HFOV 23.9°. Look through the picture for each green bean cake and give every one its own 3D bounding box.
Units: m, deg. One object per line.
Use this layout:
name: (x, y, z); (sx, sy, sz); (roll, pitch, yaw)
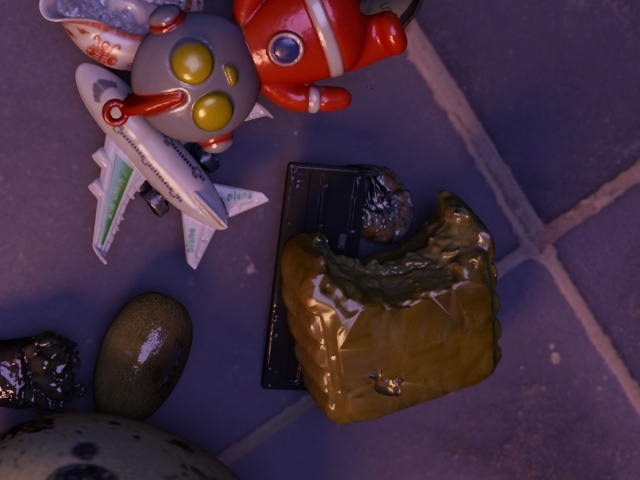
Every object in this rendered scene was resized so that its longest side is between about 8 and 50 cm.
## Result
green bean cake: (0.086, 0.078, 1.718); (0.236, 0.124, 0.233); (-17, 116, -14)

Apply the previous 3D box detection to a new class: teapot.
teapot: (-0.198, -0.269, 1.675); (0.245, 0.116, 0.159); (-26, 76, -21)

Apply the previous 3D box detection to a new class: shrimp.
shrimp: (0.037, -0.051, 1.788); (0.161, 0.034, 0.091); (15, 79, -19)

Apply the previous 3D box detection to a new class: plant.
plant: (-0.334, 0.150, 1.696); (0.143, 0.092, 0.094); (-3, 88, -3)

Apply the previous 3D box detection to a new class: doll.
doll: (-0.077, -0.198, 1.615); (0.336, 0.105, 0.199); (-22, 116, -4)

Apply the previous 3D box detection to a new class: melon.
melon: (-0.204, 0.136, 1.716); (0.099, 0.099, 0.162); (23, 93, -12)

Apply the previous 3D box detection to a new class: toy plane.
toy plane: (-0.186, -0.099, 1.701); (0.251, 0.101, 0.255); (-43, 97, -5)

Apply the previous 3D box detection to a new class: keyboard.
keyboard: (-0.003, -0.005, 1.749); (0.103, 0.041, 0.381); (4, 110, -14)

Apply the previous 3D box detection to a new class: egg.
egg: (-0.213, 0.340, 1.632); (0.379, 0.287, 0.287); (37, 87, -17)

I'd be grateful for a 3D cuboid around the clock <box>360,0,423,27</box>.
clock: (0.014, -0.289, 1.681); (0.215, 0.215, 0.042); (1, 51, -12)
